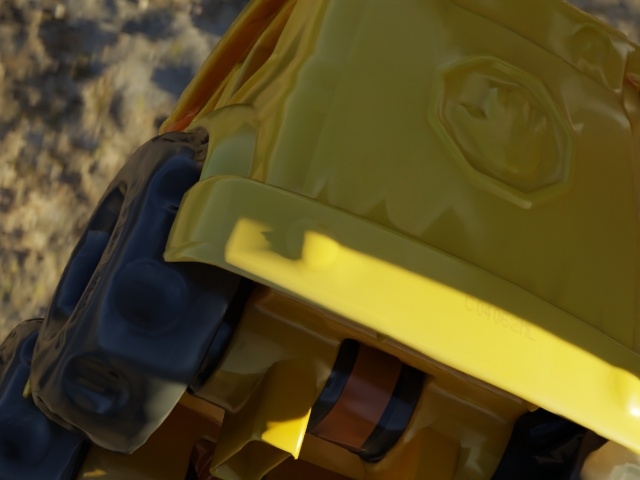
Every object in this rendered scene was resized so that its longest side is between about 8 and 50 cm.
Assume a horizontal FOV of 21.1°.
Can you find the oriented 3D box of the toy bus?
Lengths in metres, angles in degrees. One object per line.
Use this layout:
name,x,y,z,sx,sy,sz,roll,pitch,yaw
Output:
toy bus,0.000,0.000,0.500,0.149,0.220,0.211,24,56,-17
